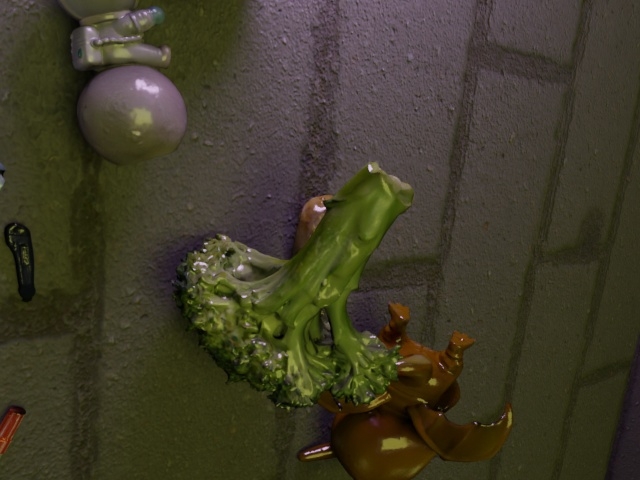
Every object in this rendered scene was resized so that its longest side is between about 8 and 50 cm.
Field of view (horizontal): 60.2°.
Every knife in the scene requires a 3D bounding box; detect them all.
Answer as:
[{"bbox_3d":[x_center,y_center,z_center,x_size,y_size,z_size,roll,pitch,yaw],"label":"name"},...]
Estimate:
[{"bbox_3d":[-0.419,0.033,0.775,0.031,0.018,0.121,-13,112,-41],"label":"knife"}]

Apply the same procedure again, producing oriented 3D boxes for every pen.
[{"bbox_3d":[-0.499,0.352,0.801,0.028,0.028,0.239,32,83,-38],"label":"pen"}]

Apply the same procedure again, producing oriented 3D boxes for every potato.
[{"bbox_3d":[0.000,0.000,1.039,0.107,0.080,0.170,-12,115,-35],"label":"potato"}]

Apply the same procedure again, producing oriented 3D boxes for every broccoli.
[{"bbox_3d":[-0.053,0.054,0.868,0.353,0.274,0.396,-5,125,-17],"label":"broccoli"}]

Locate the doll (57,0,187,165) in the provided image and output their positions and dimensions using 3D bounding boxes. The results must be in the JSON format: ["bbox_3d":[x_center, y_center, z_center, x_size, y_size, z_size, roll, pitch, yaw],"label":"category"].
[{"bbox_3d":[-0.273,-0.248,0.730,0.151,0.151,0.287,-23,112,-30],"label":"doll"}]

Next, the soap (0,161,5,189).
[{"bbox_3d":[-0.433,-0.083,0.577,0.150,0.261,0.094,22,93,-38],"label":"soap"}]

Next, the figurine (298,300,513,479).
[{"bbox_3d":[0.129,0.336,1.136,0.401,0.268,0.387,17,112,-6],"label":"figurine"}]
